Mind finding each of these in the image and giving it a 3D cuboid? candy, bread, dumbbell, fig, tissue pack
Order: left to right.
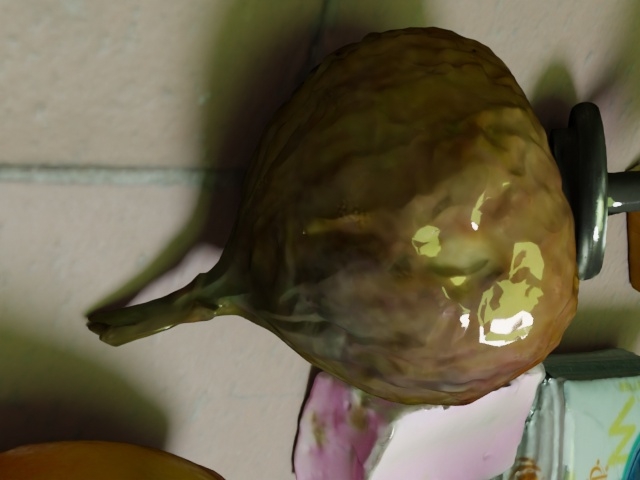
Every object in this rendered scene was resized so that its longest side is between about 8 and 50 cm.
[{"bbox_3d":[0.000,0.000,0.639,0.369,0.286,0.286,-12,127,-2],"label":"fig"},{"bbox_3d":[0.112,0.193,0.898,0.265,0.116,0.155,-9,119,-40],"label":"candy"},{"bbox_3d":[0.355,0.295,1.112,0.388,0.162,0.287,5,90,-44],"label":"tissue pack"},{"bbox_3d":[0.348,-0.053,0.881,0.192,0.290,0.192,-2,90,-78],"label":"dumbbell"},{"bbox_3d":[0.457,-0.004,1.130,0.049,0.088,0.226,-39,137,-17],"label":"bread"}]

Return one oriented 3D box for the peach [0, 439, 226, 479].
[{"bbox_3d":[-0.163,0.282,0.579,0.289,0.308,0.288,0,94,-2],"label":"peach"}]
